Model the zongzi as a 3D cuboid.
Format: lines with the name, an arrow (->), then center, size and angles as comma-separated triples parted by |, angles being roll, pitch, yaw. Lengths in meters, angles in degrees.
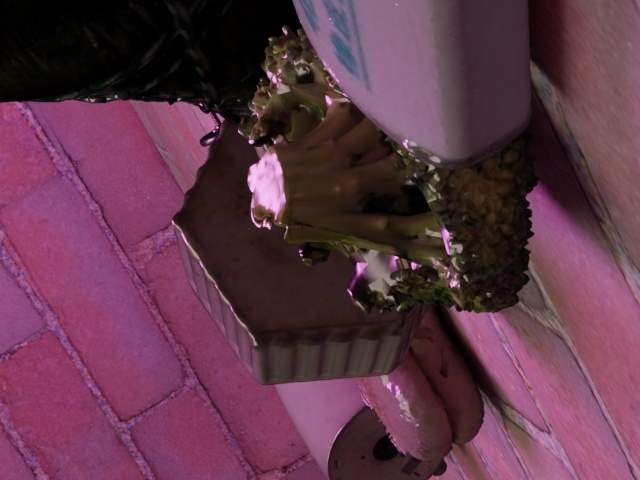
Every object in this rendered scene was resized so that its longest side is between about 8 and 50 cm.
zongzi -> -0.152, -0.172, 1.130 | 0.319, 0.362, 0.383 | 44, 170, 14

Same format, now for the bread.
bread -> 0.054, 0.068, 1.719 | 0.337, 0.102, 0.183 | 54, 168, 41

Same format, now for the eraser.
eraser -> 0.034, -0.181, 0.852 | 0.189, 0.104, 0.290 | 58, 173, 28

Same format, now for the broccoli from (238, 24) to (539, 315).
broccoli -> 0.041, -0.043, 1.056 | 0.198, 0.176, 0.226 | 107, 166, -50

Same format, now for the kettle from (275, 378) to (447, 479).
kettle -> 0.055, 0.208, 2.098 | 0.240, 0.165, 0.255 | 28, -168, -35

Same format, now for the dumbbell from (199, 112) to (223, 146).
dumbbell -> -0.111, -0.117, 2.121 | 0.147, 0.069, 0.069 | 59, 172, -12

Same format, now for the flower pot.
flower pot -> 0.000, 0.000, 1.370 | 0.209, 0.239, 0.189 | 27, 166, 6
